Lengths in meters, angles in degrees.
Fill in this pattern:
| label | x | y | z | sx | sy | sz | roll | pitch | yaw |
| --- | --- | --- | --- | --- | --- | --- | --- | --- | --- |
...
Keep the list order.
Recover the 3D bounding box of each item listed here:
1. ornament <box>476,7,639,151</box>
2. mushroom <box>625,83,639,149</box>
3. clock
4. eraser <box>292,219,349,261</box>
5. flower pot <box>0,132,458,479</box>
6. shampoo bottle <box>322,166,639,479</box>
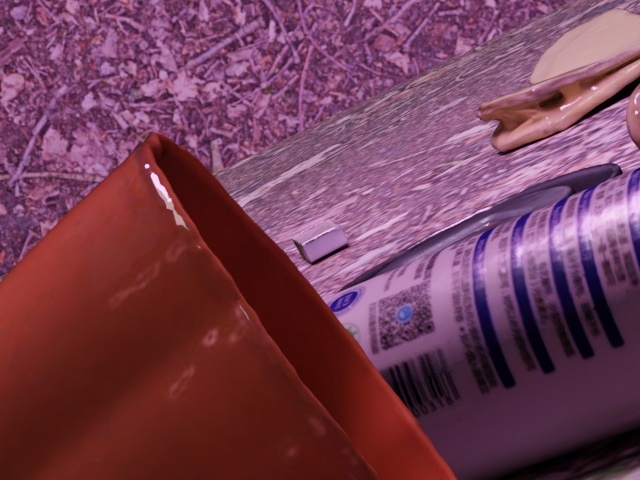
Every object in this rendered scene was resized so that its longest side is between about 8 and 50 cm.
| label | x | y | z | sx | sy | sz | roll | pitch | yaw |
| --- | --- | --- | --- | --- | --- | --- | --- | --- | --- |
| ornament | 0.238 | -0.146 | 1.686 | 0.180 | 0.059 | 0.201 | -20 | 12 | 38 |
| mushroom | 0.288 | -0.118 | 1.098 | 0.270 | 0.103 | 0.118 | -30 | 6 | 19 |
| clock | 0.089 | 0.015 | 1.087 | 0.184 | 0.040 | 0.184 | -27 | 6 | 3 |
| eraser | 0.000 | 0.000 | 1.620 | 0.038 | 0.019 | 0.083 | -26 | 7 | -3 |
| flower pot | -0.058 | 0.089 | 0.596 | 0.173 | 0.191 | 0.190 | -38 | 6 | 6 |
| shampoo bottle | 0.128 | 0.016 | 0.720 | 0.303 | 0.092 | 0.092 | -23 | 8 | 26 |
